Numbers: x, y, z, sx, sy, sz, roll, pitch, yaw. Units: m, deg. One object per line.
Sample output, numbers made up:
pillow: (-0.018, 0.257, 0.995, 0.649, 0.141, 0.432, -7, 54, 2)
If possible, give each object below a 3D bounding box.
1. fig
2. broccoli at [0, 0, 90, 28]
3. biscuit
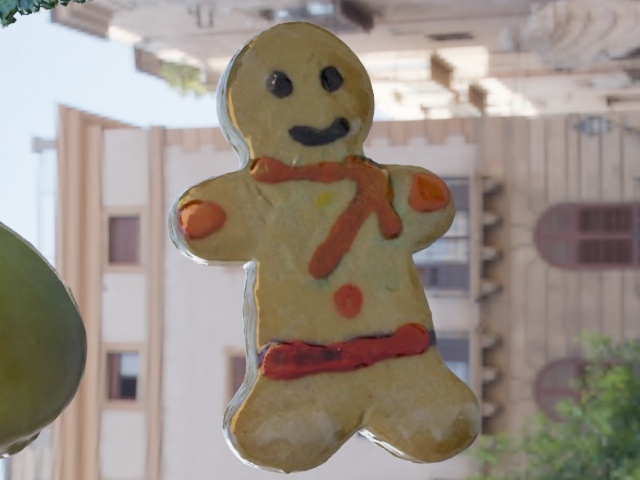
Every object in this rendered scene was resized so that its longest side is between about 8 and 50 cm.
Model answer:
fig: (-0.307, 0.076, 1.105, 0.230, 0.207, 0.207, 60, -166, 16)
broccoli: (-0.171, -0.236, 0.626, 0.241, 0.261, 0.269, 2, -68, -41)
biscuit: (0.000, 0.000, 0.671, 0.030, 0.153, 0.234, 147, 118, -65)
